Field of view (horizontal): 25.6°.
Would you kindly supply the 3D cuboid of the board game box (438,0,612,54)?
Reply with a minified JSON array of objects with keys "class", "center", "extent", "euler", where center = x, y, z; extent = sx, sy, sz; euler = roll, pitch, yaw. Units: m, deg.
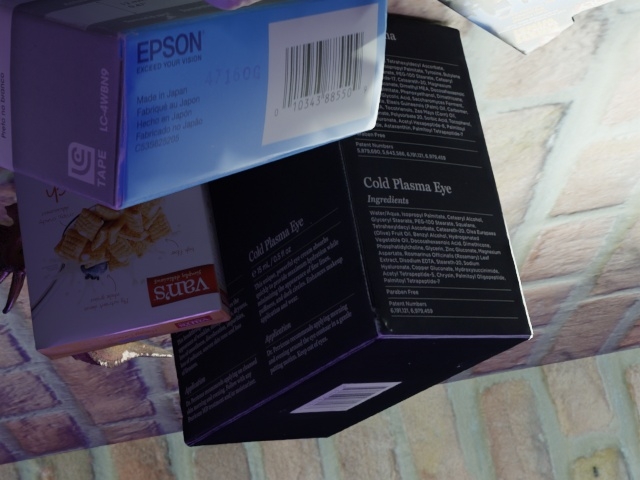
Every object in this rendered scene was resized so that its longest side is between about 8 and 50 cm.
[{"class":"board game box","center":[0.192,-0.231,1.185],"extent":[0.194,0.060,0.194],"euler":[-17,161,16]}]

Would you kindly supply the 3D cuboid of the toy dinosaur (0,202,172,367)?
[{"class":"toy dinosaur","center":[-0.270,0.057,1.502],"extent":[0.127,0.295,0.200],"euler":[-35,-158,-4]}]

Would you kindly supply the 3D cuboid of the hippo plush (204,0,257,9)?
[{"class":"hippo plush","center":[-0.119,-0.215,0.782],"extent":[0.294,0.234,0.236],"euler":[-21,-178,-37]}]

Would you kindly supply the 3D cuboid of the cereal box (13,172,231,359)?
[{"class":"cereal box","center":[-0.185,-0.026,1.274],"extent":[0.173,0.240,0.047],"euler":[-14,161,5]}]

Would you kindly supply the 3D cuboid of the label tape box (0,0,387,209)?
[{"class":"label tape box","center":[-0.166,-0.142,0.958],"extent":[0.348,0.115,0.249],"euler":[22,-152,33]}]

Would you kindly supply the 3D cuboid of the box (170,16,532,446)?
[{"class":"box","center":[0.000,0.000,1.346],"extent":[0.179,0.312,0.343],"euler":[2,158,-35]}]
